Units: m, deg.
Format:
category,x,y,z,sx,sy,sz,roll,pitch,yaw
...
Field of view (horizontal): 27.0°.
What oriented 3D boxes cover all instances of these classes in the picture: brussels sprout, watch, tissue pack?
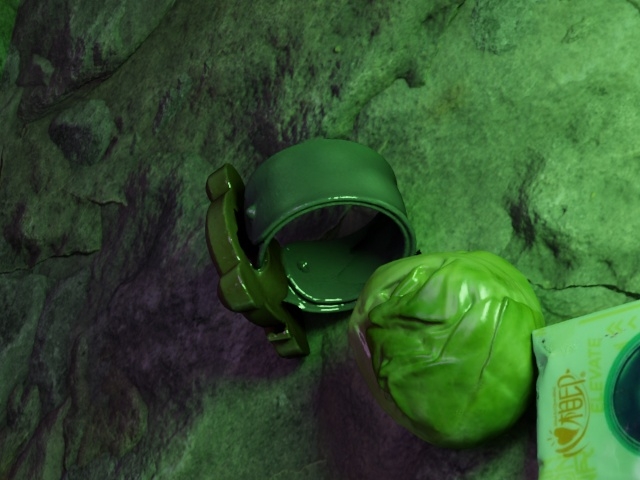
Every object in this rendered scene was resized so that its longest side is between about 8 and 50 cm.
category,x,y,z,sx,sy,sz,roll,pitch,yaw
brussels sprout,0.198,0.153,2.011,0.328,0.247,0.328,-19,56,32
watch,0.000,0.000,2.277,0.327,0.335,0.314,-22,46,11
tissue pack,0.479,0.212,1.759,0.388,0.162,0.287,-21,51,36
